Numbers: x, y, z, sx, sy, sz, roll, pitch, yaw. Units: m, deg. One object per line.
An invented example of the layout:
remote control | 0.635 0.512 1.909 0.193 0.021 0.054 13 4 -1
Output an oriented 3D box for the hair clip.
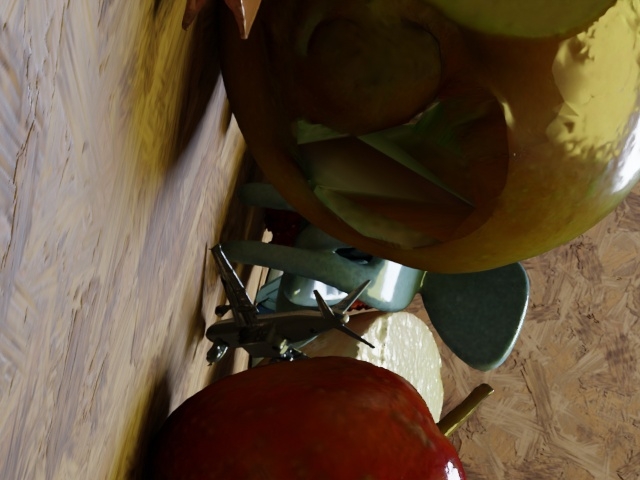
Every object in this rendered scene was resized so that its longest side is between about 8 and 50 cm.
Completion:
hair clip | 0.061 -0.061 1.916 0.238 0.392 0.318 47 55 -56

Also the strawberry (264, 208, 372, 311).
strawberry | 0.000 0.000 2.159 0.286 0.106 0.188 -123 -166 -72

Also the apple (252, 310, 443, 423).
apple | 0.011 0.222 2.171 0.314 0.252 0.309 -49 -163 49

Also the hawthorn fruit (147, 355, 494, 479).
hawthorn fruit | 0.014 0.210 1.671 0.330 0.287 0.287 -30 159 -17

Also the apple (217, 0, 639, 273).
apple | 0.088 -0.167 1.432 0.374 0.374 0.384 -70 142 -63

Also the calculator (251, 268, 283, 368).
calculator | -0.055 0.105 2.584 0.295 0.042 0.184 86 17 -71

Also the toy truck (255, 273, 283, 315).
toy truck | -0.040 0.071 2.371 0.056 0.073 0.090 -65 169 -76

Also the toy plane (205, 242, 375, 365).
toy plane | -0.041 0.080 1.782 0.226 0.226 0.058 -19 -145 45

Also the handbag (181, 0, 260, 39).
handbag | -0.044 -0.237 1.110 0.212 0.059 0.157 97 6 -51
